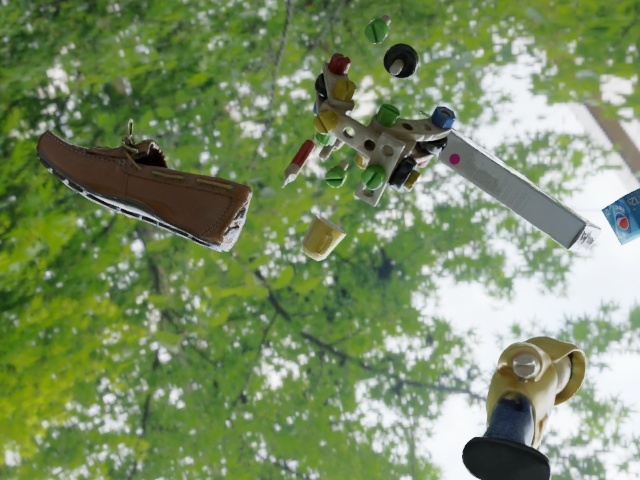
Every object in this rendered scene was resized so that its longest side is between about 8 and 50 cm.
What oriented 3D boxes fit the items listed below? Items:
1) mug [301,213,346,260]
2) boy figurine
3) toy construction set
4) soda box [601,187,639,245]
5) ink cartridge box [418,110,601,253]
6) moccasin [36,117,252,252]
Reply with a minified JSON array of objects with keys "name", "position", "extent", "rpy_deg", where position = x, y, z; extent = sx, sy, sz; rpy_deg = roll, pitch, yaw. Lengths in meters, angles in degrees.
[{"name":"mug","position":[-0.002,-0.002,1.519],"extent":[0.062,0.064,0.078],"rpy_deg":[36,-172,15]},{"name":"boy figurine","position":[0.213,0.186,0.941],"extent":[0.092,0.177,0.285],"rpy_deg":[6,-161,22]},{"name":"toy construction set","position":[0.049,-0.158,1.517],"extent":[0.309,0.257,0.237],"rpy_deg":[-32,-162,38]},{"name":"soda box","position":[0.542,-0.068,1.393],"extent":[0.210,0.071,0.067],"rpy_deg":[-23,-100,-16]},{"name":"ink cartridge box","position":[0.337,-0.108,1.677],"extent":[0.371,0.069,0.175],"rpy_deg":[41,-165,22]},{"name":"moccasin","position":[-0.291,-0.109,1.486],"extent":[0.380,0.139,0.147],"rpy_deg":[20,-95,21]}]
